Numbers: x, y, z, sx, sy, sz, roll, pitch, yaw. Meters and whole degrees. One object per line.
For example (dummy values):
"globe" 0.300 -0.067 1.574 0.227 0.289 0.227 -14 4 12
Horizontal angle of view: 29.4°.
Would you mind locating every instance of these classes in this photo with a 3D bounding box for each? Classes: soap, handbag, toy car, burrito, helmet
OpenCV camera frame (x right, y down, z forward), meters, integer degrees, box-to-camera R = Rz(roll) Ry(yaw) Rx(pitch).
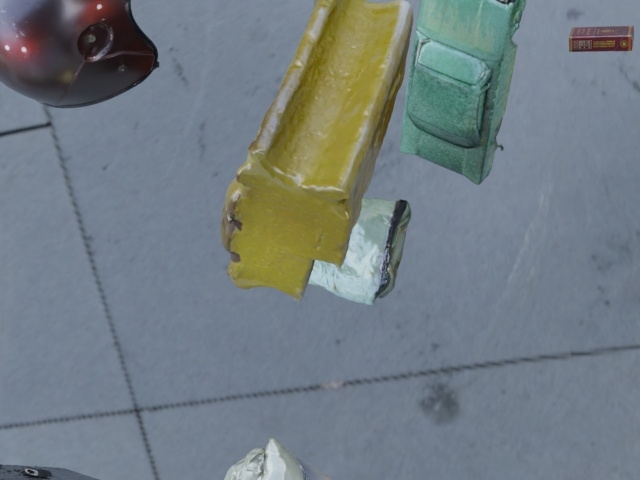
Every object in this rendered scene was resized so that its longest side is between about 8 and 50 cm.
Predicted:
"soap" -0.005 -0.105 1.345 0.143 0.281 0.259 18 148 0
"handbag" -0.031 0.250 1.072 0.095 0.117 0.173 -6 152 24
"toy car" 0.183 -0.210 1.610 0.141 0.097 0.321 25 142 18
"burrito" 0.000 0.000 1.623 0.228 0.089 0.144 11 83 22
"helmet" -0.280 -0.249 1.297 0.189 0.193 0.216 50 120 34

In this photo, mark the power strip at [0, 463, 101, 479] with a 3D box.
"power strip" -0.138 0.114 0.539 0.038 0.111 0.029 10 83 30

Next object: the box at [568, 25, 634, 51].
"box" 0.372 -0.267 1.616 0.082 0.051 0.023 2 115 16
